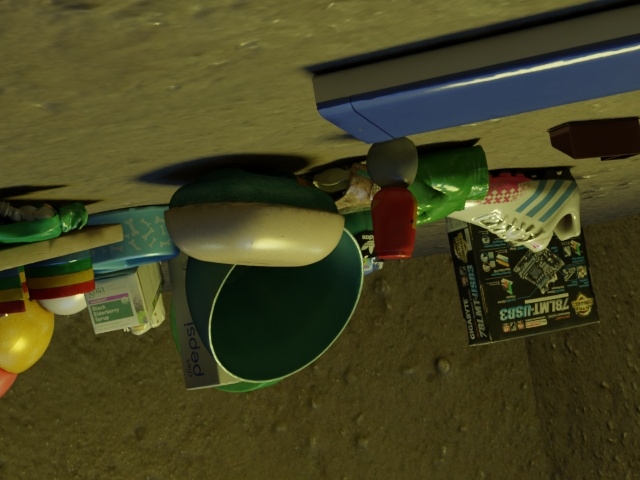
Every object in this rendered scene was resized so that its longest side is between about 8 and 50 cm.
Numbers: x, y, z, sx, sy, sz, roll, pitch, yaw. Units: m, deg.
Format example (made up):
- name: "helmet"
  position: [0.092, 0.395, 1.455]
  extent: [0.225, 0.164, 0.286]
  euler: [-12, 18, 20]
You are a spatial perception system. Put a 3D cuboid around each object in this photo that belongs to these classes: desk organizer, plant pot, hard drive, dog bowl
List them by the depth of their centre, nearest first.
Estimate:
- name: "hard drive"
  position: [0.173, -0.148, 0.993]
  extent: [0.319, 0.040, 0.210]
  euler: [-10, 175, 14]
- name: "desk organizer"
  position: [0.379, -0.135, 1.502]
  extent: [0.130, 0.050, 0.047]
  euler: [-7, 175, -28]
- name: "dog bowl"
  position: [-0.342, 0.009, 1.677]
  extent: [0.297, 0.074, 0.166]
  euler: [-12, 174, 26]
- name: "plant pot"
  position: [-0.103, 0.054, 1.767]
  extent: [0.290, 0.290, 0.195]
  euler: [-6, -150, -37]

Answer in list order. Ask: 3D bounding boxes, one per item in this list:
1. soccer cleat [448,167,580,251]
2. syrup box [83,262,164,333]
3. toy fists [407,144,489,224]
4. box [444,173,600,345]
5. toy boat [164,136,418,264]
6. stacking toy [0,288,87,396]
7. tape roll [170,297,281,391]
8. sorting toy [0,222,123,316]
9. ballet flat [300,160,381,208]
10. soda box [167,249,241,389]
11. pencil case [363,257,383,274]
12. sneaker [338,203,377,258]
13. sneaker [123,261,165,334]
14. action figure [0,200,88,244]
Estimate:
- name: "soccer cleat"
  position: [0.339, -0.048, 1.920]
  extent: [0.331, 0.143, 0.116]
  euler: [-6, 174, -34]
- name: "syrup box"
  position: [-0.333, 0.071, 1.869]
  extent: [0.093, 0.096, 0.237]
  euler: [-12, -164, 1]
- name: "toy fists"
  position: [0.148, -0.069, 1.584]
  extent: [0.142, 0.096, 0.279]
  euler: [-8, 177, -4]
- name: "box"
  position: [0.377, 0.032, 2.052]
  extent: [0.295, 0.293, 0.073]
  euler: [-7, 175, -34]
- name: "toy boat"
  position: [-0.019, -0.046, 1.381]
  extent: [0.318, 0.148, 0.267]
  euler: [-3, 174, 30]
- name: "stacking toy"
  position: [-0.604, 0.153, 1.987]
  extent: [0.480, 0.350, 0.350]
  euler: [-27, 173, 5]
- name: "tape roll"
  position: [-0.174, 0.162, 2.358]
  extent: [0.321, 0.321, 0.077]
  euler: [-12, 175, 30]
- name: "sorting toy"
  position: [-0.429, 0.045, 1.426]
  extent: [0.255, 0.089, 0.257]
  euler: [-3, -173, 29]
- name: "ballet flat"
  position: [0.007, -0.073, 1.531]
  extent: [0.067, 0.073, 0.206]
  euler: [26, 152, -31]
- name: "soda box"
  position: [-0.200, 0.119, 1.972]
  extent: [0.098, 0.286, 0.091]
  euler: [-14, 172, 42]
- name: "pencil case"
  position: [-0.034, 0.027, 2.181]
  extent: [0.306, 0.133, 0.119]
  euler: [-9, -152, -2]
- name: "sneaker"
  position: [0.000, 0.000, 1.954]
  extent: [0.108, 0.121, 0.302]
  euler: [-6, 175, -31]
- name: "sneaker"
  position: [-0.372, 0.105, 2.216]
  extent: [0.108, 0.169, 0.292]
  euler: [-8, 174, 7]
- name: "action figure"
  position: [-0.389, -0.020, 1.277]
  extent: [0.232, 0.063, 0.137]
  euler: [-4, 172, -17]
